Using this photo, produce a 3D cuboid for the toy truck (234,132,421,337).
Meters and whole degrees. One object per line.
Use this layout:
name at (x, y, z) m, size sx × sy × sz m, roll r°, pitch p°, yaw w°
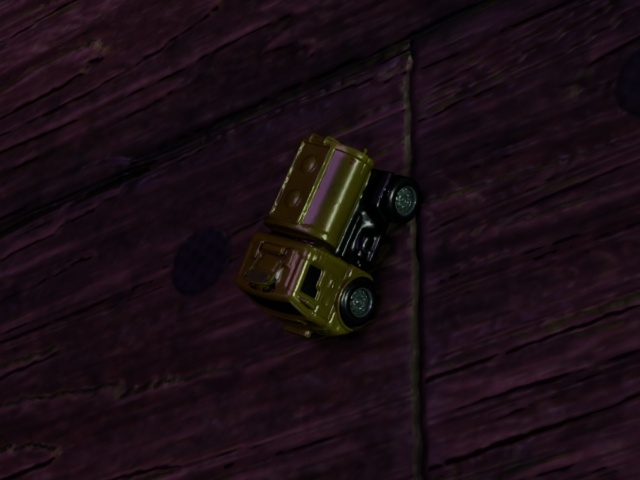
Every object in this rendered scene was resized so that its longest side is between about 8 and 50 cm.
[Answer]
toy truck at (0.000, 0.000, 0.861) m, size 0.049 × 0.054 × 0.083 m, roll 14°, pitch 77°, yaw 45°
